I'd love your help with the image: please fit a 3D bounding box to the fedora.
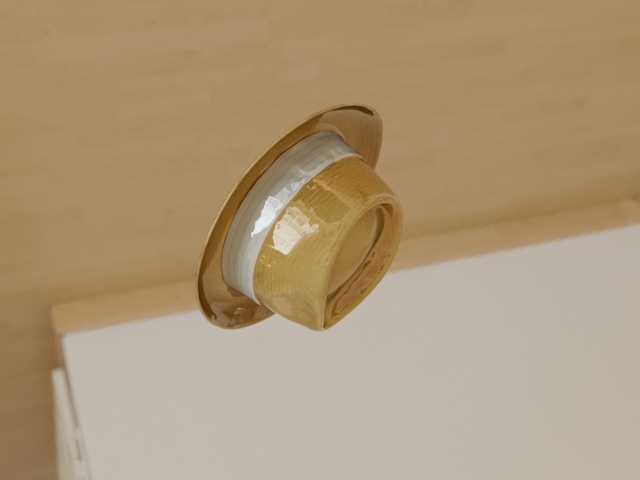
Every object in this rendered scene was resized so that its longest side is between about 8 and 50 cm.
[{"bbox_3d":[0.000,0.000,0.722,0.194,0.079,0.194,-38,152,-24],"label":"fedora"}]
